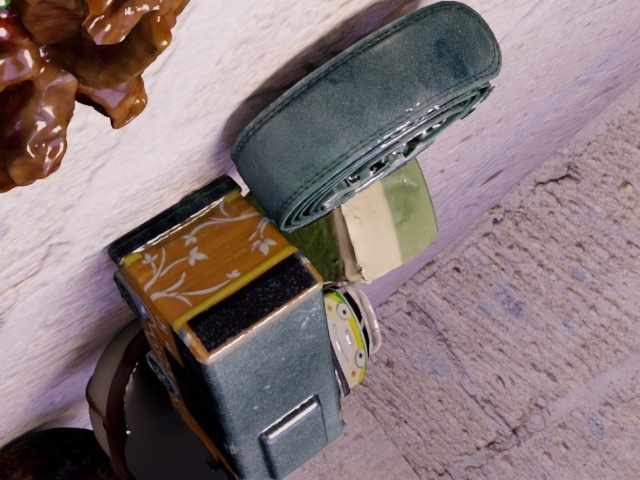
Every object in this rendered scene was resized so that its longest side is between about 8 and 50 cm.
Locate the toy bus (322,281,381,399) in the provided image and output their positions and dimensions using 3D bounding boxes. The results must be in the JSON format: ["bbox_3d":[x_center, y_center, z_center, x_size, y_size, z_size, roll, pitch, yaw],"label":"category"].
[{"bbox_3d":[-0.058,0.155,1.524,0.305,0.143,0.179,-14,-171,41],"label":"toy bus"}]

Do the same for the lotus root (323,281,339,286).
[{"bbox_3d":[0.027,0.002,1.574,0.191,0.094,0.108,-48,-174,20],"label":"lotus root"}]

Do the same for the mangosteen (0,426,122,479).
[{"bbox_3d":[-0.396,0.438,1.555,0.330,0.330,0.330,-35,171,-7],"label":"mangosteen"}]

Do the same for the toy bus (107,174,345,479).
[{"bbox_3d":[-0.087,0.115,1.097,0.162,0.194,0.323,-34,144,-19],"label":"toy bus"}]

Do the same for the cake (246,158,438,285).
[{"bbox_3d":[-0.004,0.001,1.204,0.158,0.172,0.283,-23,166,-47],"label":"cake"}]

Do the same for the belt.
[{"bbox_3d":[0.043,-0.117,0.946,0.267,0.116,0.206,-35,174,8],"label":"belt"}]

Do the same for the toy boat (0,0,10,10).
[{"bbox_3d":[-0.165,-0.117,0.270,0.089,0.088,0.229,-40,170,16],"label":"toy boat"}]

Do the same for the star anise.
[{"bbox_3d":[-0.130,-0.098,0.478,0.196,0.111,0.212,-31,179,13],"label":"star anise"}]

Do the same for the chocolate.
[{"bbox_3d":[-0.172,0.198,1.348,0.283,0.284,0.186,-33,-154,-20],"label":"chocolate"}]

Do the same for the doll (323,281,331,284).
[{"bbox_3d":[-0.029,0.024,1.399,0.180,0.110,0.107,-25,145,-32],"label":"doll"}]
